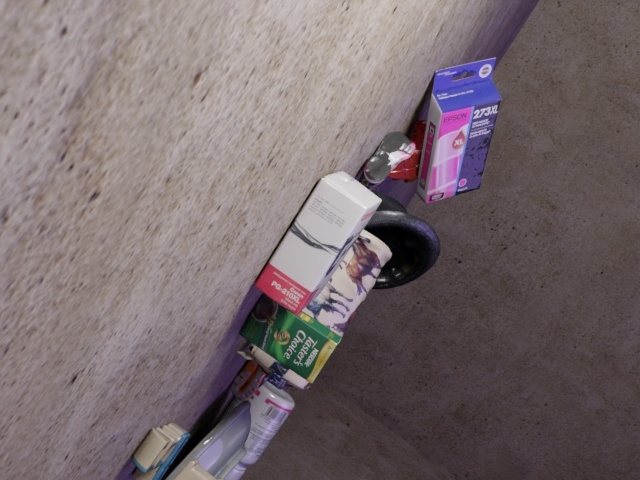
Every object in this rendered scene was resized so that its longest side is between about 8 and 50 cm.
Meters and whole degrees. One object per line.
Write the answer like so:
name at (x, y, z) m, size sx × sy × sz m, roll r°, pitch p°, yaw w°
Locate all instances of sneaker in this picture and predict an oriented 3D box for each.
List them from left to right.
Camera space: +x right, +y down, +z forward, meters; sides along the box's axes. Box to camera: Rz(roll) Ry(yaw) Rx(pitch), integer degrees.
sneaker at (-0.148, 0.320, 2.025) m, size 0.215 × 0.084 × 0.083 m, roll -45°, pitch 173°, yaw 6°
sneaker at (0.139, -0.179, 1.747) m, size 0.178 × 0.072 × 0.077 m, roll -40°, pitch 177°, yaw -36°
sneaker at (0.248, -0.242, 2.056) m, size 0.221 × 0.128 × 0.087 m, roll -19°, pitch 133°, yaw -14°

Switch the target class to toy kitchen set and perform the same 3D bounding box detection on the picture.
toy kitchen set at (-0.262, 0.437, 1.428) m, size 0.122 × 0.166 × 0.207 m, roll -55°, pitch 173°, yaw -7°

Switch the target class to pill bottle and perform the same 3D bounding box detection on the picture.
pill bottle at (-0.215, 0.543, 2.252) m, size 0.283 × 0.160 × 0.160 m, roll -55°, pitch 173°, yaw 0°

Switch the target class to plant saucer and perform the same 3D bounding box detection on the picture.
plant saucer at (-0.294, 0.587, 1.985) m, size 0.400 × 0.100 × 0.400 m, roll -47°, pitch 173°, yaw -7°

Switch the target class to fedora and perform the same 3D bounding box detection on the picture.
fedora at (0.145, -0.015, 1.978) m, size 0.334 × 0.334 × 0.152 m, roll 116°, pitch -25°, yaw -50°

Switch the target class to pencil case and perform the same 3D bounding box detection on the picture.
pencil case at (-0.005, 0.139, 1.759) m, size 0.183 × 0.160 × 0.410 m, roll 32°, pitch 90°, yaw -41°

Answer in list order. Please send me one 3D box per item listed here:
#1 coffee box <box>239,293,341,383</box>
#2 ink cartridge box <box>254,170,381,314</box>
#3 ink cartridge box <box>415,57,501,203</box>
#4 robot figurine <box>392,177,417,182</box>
coffee box at (-0.061, 0.194, 1.578) m, size 0.113 × 0.184 × 0.040 m, roll -58°, pitch 174°, yaw 21°
ink cartridge box at (0.000, 0.000, 1.432) m, size 0.237 × 0.100 × 0.172 m, roll -57°, pitch 173°, yaw 14°
ink cartridge box at (0.347, -0.268, 1.951) m, size 0.175 × 0.069 × 0.371 m, roll -16°, pitch 134°, yaw -20°
robot figurine at (0.292, -0.233, 2.226) m, size 0.211 × 0.085 × 0.291 m, roll -26°, pitch 174°, yaw 5°
